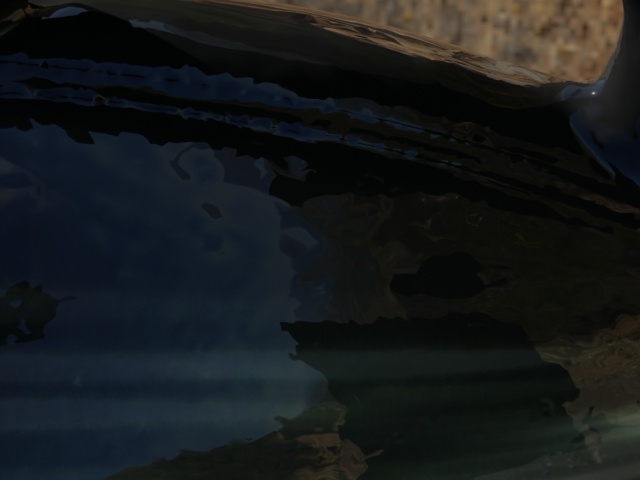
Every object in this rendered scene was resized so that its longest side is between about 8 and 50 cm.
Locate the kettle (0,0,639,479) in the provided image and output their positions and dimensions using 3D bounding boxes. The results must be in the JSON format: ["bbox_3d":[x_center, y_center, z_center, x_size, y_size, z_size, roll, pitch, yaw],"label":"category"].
[{"bbox_3d":[-0.001,0.004,0.538,0.207,0.271,0.250,-92,5,-78],"label":"kettle"}]
